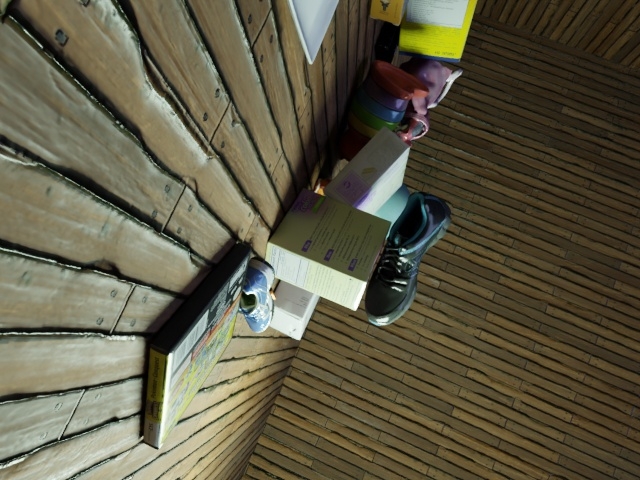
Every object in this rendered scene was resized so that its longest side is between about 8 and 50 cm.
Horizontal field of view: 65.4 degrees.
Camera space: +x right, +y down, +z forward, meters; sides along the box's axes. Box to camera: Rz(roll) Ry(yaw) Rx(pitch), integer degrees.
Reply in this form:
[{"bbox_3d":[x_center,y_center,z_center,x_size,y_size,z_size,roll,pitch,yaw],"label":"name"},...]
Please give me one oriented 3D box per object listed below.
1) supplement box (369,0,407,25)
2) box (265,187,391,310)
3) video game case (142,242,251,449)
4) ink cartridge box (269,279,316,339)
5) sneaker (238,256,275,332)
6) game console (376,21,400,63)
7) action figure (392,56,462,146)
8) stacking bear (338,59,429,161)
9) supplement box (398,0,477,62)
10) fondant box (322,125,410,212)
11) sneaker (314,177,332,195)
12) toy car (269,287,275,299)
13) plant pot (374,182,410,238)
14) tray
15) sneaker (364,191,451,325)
[{"bbox_3d":[0.162,-0.579,1.086,0.233,0.078,0.080,88,23,-75],"label":"supplement box"},{"bbox_3d":[0.019,0.016,1.209,0.117,0.242,0.214,105,10,-48],"label":"box"},{"bbox_3d":[-0.206,0.172,0.849,0.275,0.035,0.248,-59,169,-54],"label":"video game case"},{"bbox_3d":[-0.056,0.143,1.567,0.201,0.117,0.278,100,14,-62],"label":"ink cartridge box"},{"bbox_3d":[-0.146,0.128,1.046,0.081,0.080,0.211,-53,156,-41],"label":"sneaker"},{"bbox_3d":[0.171,-0.509,1.530,0.213,0.043,0.362,-20,131,-81],"label":"game console"},{"bbox_3d":[0.298,-0.417,1.615,0.248,0.275,0.370,119,-17,-50],"label":"action figure"},{"bbox_3d":[0.150,-0.346,1.434,0.175,0.164,0.289,-28,155,-52],"label":"stacking bear"},{"bbox_3d":[0.338,-0.692,1.398,0.356,0.194,0.196,63,40,-77],"label":"supplement box"},{"bbox_3d":[0.132,-0.154,1.432,0.238,0.096,0.330,-46,167,-4],"label":"fondant box"},{"bbox_3d":[0.025,-0.147,1.475,0.175,0.067,0.064,-44,154,-77],"label":"sneaker"},{"bbox_3d":[-0.136,0.145,1.238,0.040,0.060,0.122,-32,154,-16],"label":"toy car"},{"bbox_3d":[0.176,-0.160,1.922,0.195,0.290,0.290,36,74,-46],"label":"plant pot"},{"bbox_3d":[-0.013,-0.354,0.659,0.270,0.030,0.145,20,93,-83],"label":"tray"},{"bbox_3d":[0.183,0.039,1.189,0.139,0.125,0.341,22,94,-55],"label":"sneaker"}]
